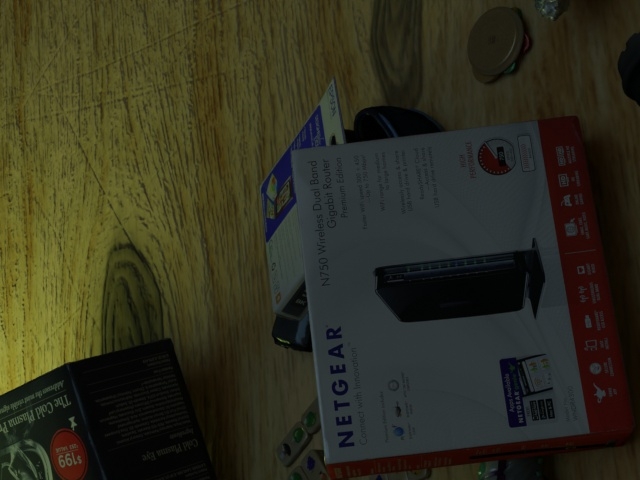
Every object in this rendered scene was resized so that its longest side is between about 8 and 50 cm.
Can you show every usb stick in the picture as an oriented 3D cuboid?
[{"bbox_3d":[0.000,0.000,1.847,0.077,0.045,0.278,15,91,54],"label":"usb stick"}]

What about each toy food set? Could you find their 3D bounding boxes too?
[{"bbox_3d":[0.200,-0.223,1.711,0.082,0.020,0.083,-23,64,41],"label":"toy food set"}]

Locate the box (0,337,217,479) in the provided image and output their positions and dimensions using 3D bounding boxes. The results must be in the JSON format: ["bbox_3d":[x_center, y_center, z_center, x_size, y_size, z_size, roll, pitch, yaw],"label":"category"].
[{"bbox_3d":[-0.306,0.331,1.933,0.343,0.179,0.312,-27,81,40],"label":"box"}]

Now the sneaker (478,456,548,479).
[{"bbox_3d":[0.212,0.245,1.566,0.098,0.083,0.223,8,69,8],"label":"sneaker"}]

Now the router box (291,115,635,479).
[{"bbox_3d":[0.137,0.057,1.534,0.301,0.082,0.335,-7,70,1],"label":"router box"}]

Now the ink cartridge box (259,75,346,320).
[{"bbox_3d":[-0.003,-0.049,1.764,0.208,0.045,0.206,-54,32,41],"label":"ink cartridge box"}]

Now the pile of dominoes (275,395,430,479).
[{"bbox_3d":[0.035,0.242,1.757,0.251,0.040,0.196,-54,47,23],"label":"pile of dominoes"}]

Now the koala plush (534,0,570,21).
[{"bbox_3d":[0.254,-0.358,1.582,0.221,0.203,0.196,-59,44,35],"label":"koala plush"}]

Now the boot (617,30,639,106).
[{"bbox_3d":[0.467,-0.040,1.312,0.367,0.146,0.445,-31,64,40],"label":"boot"}]

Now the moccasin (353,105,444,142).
[{"bbox_3d":[0.100,0.004,1.689,0.138,0.117,0.342,-40,54,33],"label":"moccasin"}]
